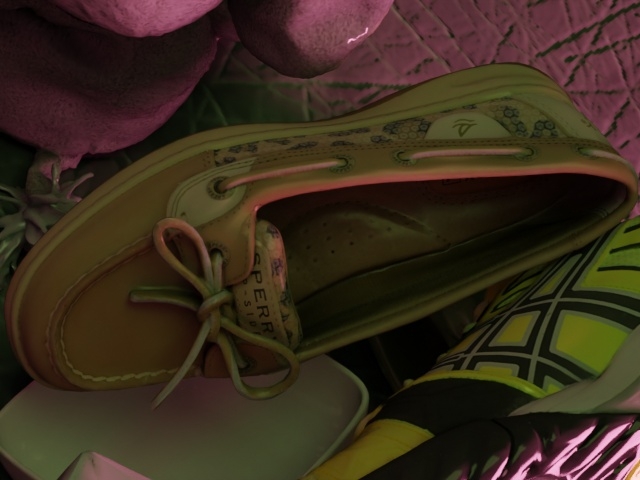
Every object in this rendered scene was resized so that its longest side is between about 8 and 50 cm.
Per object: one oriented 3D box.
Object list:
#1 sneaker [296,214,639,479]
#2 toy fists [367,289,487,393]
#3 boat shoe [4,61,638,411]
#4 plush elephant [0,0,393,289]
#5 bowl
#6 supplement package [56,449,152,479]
[{"bbox_3d":[0.103,0.088,0.777,0.384,0.145,0.147,-24,34,-24],"label":"sneaker"},{"bbox_3d":[0.146,0.096,0.898,0.142,0.096,0.279,-25,77,-34],"label":"toy fists"},{"bbox_3d":[0.000,0.000,0.766,0.285,0.105,0.089,-24,33,-10],"label":"boat shoe"},{"bbox_3d":[-0.107,-0.161,0.808,0.271,0.255,0.330,2,64,-25],"label":"plush elephant"},{"bbox_3d":[-0.061,0.096,0.796,0.142,0.053,0.142,24,46,32],"label":"bowl"},{"bbox_3d":[-0.080,0.225,0.599,0.177,0.293,0.175,29,57,-11],"label":"supplement package"}]
